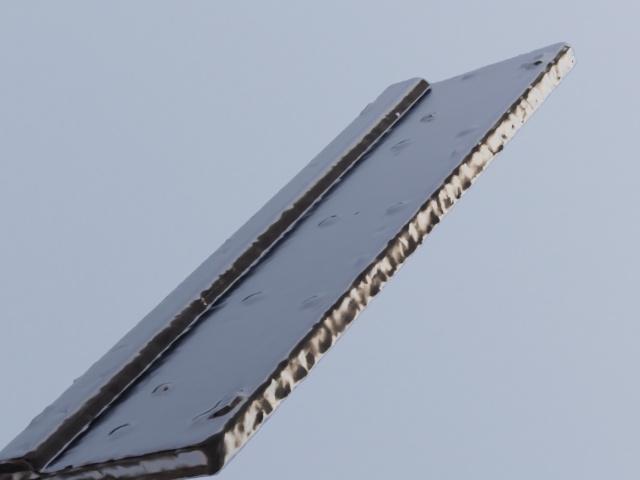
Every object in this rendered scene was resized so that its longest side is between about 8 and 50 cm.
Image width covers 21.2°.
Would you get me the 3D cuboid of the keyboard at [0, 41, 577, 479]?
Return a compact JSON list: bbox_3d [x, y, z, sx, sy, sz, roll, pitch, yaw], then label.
[{"bbox_3d":[0.000,0.000,0.617,0.310,0.101,0.018,-46,-62,-51],"label":"keyboard"}]
